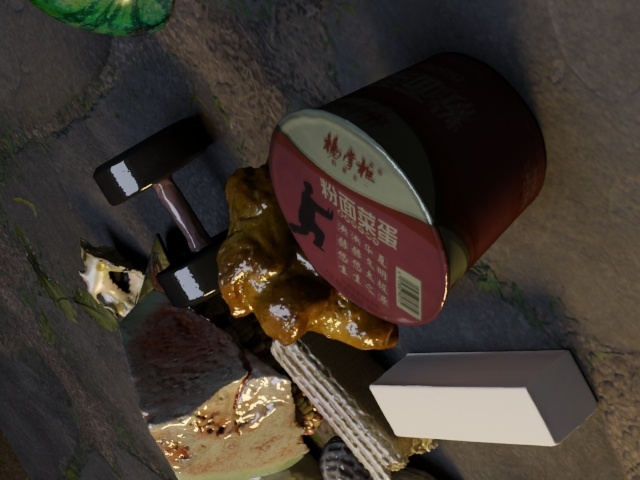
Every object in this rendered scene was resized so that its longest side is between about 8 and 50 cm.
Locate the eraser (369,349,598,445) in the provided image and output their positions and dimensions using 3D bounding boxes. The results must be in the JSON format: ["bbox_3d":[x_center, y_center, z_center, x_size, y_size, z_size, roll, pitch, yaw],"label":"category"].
[{"bbox_3d":[0.177,0.178,1.421,0.298,0.076,0.078,-11,111,59],"label":"eraser"}]

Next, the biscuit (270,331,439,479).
[{"bbox_3d":[0.047,0.195,1.600,0.239,0.108,0.062,50,130,10],"label":"biscuit"}]

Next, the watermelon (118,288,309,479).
[{"bbox_3d":[-0.140,0.206,1.693,0.232,0.193,0.310,-132,19,-78],"label":"watermelon"}]

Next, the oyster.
[{"bbox_3d":[-0.307,0.078,2.053,0.209,0.072,0.132,18,132,19],"label":"oyster"}]

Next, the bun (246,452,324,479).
[{"bbox_3d":[-0.066,0.415,1.970,0.239,0.141,0.239,25,131,32],"label":"bun"}]

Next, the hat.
[{"bbox_3d":[-0.240,0.091,1.870,0.193,0.082,0.193,156,90,-82],"label":"hat"}]

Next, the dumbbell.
[{"bbox_3d":[-0.183,-0.037,1.648,0.218,0.152,0.152,59,151,-9],"label":"dumbbell"}]

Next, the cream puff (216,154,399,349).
[{"bbox_3d":[0.000,0.000,1.366,0.155,0.241,0.269,125,136,-54],"label":"cream puff"}]

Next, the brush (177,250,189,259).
[{"bbox_3d":[-0.149,0.153,1.895,0.297,0.060,0.068,58,153,-8],"label":"brush"}]

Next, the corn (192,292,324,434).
[{"bbox_3d":[-0.085,0.152,1.781,0.280,0.092,0.092,53,152,-6],"label":"corn"}]

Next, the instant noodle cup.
[{"bbox_3d":[0.089,-0.061,1.188,0.235,0.178,0.234,36,147,28],"label":"instant noodle cup"}]

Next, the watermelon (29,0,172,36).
[{"bbox_3d":[-0.256,-0.301,1.539,0.146,0.128,0.231,48,154,-27],"label":"watermelon"}]

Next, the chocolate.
[{"bbox_3d":[0.093,0.344,1.696,0.248,0.110,0.110,26,141,48],"label":"chocolate"}]
